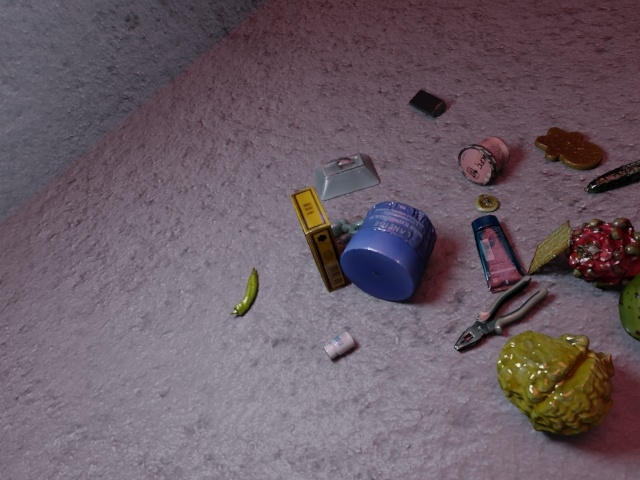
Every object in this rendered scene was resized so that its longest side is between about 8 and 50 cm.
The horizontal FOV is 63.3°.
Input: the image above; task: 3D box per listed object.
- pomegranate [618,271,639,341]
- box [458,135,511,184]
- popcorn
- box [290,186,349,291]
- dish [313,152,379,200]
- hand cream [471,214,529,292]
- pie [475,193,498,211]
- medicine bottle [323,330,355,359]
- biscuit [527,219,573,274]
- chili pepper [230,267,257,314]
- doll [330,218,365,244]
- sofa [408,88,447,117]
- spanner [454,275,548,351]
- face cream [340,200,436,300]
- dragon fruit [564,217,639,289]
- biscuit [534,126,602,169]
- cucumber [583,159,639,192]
[{"bbox_3d":[0.897,0.170,1.312,0.214,0.214,0.248,-43,20,-21],"label":"pomegranate"},{"bbox_3d":[0.597,-0.297,1.876,0.135,0.151,0.151,-35,49,-25],"label":"box"},{"bbox_3d":[0.575,0.339,1.274,0.271,0.224,0.257,-5,41,20],"label":"popcorn"},{"bbox_3d":[0.000,0.000,1.680,0.084,0.301,0.192,-22,46,-3],"label":"box"},{"bbox_3d":[0.092,-0.271,2.044,0.243,0.080,0.181,-17,47,1],"label":"dish"},{"bbox_3d":[0.559,0.039,1.654,0.120,0.061,0.270,-13,52,7],"label":"hand cream"},{"bbox_3d":[0.580,-0.131,1.816,0.084,0.021,0.084,-8,49,10],"label":"pie"},{"bbox_3d":[0.056,0.315,1.558,0.089,0.052,0.052,-31,49,-11],"label":"medicine bottle"},{"bbox_3d":[0.690,0.015,1.548,0.016,0.203,0.144,31,59,5],"label":"biscuit"},{"bbox_3d":[-0.243,0.178,1.780,0.049,0.043,0.208,-17,36,37],"label":"chili pepper"},{"bbox_3d":[0.097,-0.035,1.841,0.159,0.059,0.159,-4,32,15],"label":"doll"},{"bbox_3d":[0.459,-0.578,2.228,0.085,0.060,0.147,-46,51,-2],"label":"sofa"},{"bbox_3d":[0.518,0.220,1.511,0.325,0.040,0.095,-34,49,-11],"label":"spanner"},{"bbox_3d":[0.217,0.029,1.629,0.249,0.249,0.225,13,53,26],"label":"face cream"},{"bbox_3d":[0.835,0.040,1.464,0.273,0.218,0.198,4,12,14],"label":"dragon fruit"},{"bbox_3d":[0.901,-0.330,1.884,0.180,0.039,0.236,-32,49,-15],"label":"biscuit"},{"bbox_3d":[1.025,-0.223,1.737,0.294,0.067,0.067,-18,47,1],"label":"cucumber"}]
